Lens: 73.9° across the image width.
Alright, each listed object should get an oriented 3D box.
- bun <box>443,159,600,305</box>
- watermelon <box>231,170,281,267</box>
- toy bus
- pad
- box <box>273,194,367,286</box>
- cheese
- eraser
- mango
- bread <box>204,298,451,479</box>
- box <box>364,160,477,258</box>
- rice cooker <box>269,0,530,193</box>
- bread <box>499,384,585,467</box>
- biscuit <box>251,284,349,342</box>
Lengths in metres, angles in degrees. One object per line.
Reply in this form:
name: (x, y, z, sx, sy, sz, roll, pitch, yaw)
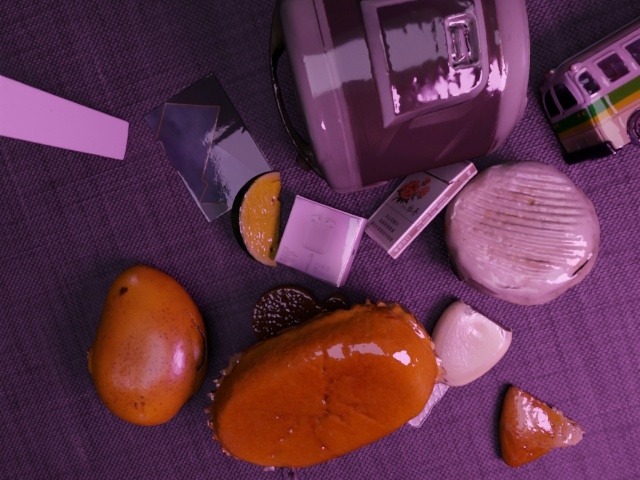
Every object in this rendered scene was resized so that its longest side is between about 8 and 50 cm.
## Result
bun: (0.323, -0.007, 0.707, 0.239, 0.141, 0.238, -4, 79, 24)
watermelon: (-0.120, -0.040, 0.772, 0.092, 0.075, 0.181, 4, 94, 0)
toy bus: (0.529, -0.267, 0.677, 0.306, 0.143, 0.178, -30, 89, 7)
pad: (-0.209, -0.176, 0.808, 0.164, 0.004, 0.242, -31, 92, 6)
box: (0.000, 0.000, 0.769, 0.130, 0.051, 0.129, 21, 95, 14)
cheese: (0.233, 0.236, 0.780, 0.127, 0.054, 0.251, 32, 96, 5)
eraser: (-0.426, -0.188, 0.676, 0.078, 0.298, 0.076, 12, 95, 5)
mango: (-0.302, 0.182, 0.771, 0.191, 0.160, 0.289, -13, 83, 12)
bread: (-0.003, 0.233, 0.696, 0.389, 0.183, 0.236, -33, 93, 9)
box: (0.164, -0.069, 0.738, 0.029, 0.109, 0.198, 38, 97, -32)
rice cooker: (0.090, -0.249, 0.621, 0.326, 0.335, 0.334, -12, 93, 5)
bread: (0.383, 0.326, 0.776, 0.155, 0.054, 0.135, -27, 89, 3)
biscuit: (-0.016, 0.172, 0.800, 0.237, 0.039, 0.179, 27, 100, 2)
